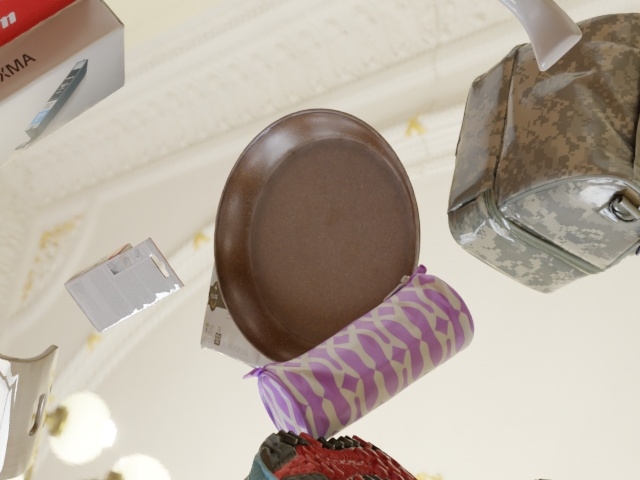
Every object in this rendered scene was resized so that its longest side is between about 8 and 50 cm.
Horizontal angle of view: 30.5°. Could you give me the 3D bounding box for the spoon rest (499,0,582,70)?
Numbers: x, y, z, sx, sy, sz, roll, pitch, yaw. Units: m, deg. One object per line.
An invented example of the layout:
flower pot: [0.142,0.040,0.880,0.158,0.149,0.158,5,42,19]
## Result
spoon rest: [0.128,-0.260,1.114,0.137,0.276,0.084,-42,-144,31]

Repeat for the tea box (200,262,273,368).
tea box: [-0.035,0.057,1.981,0.329,0.220,0.323,-179,-80,-68]

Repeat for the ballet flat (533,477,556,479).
ballet flat: [0.237,0.375,1.516,0.084,0.250,0.058,-3,-73,53]

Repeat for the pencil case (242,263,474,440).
pencil case: [0.041,0.101,1.027,0.206,0.088,0.086,-31,178,-28]

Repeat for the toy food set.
toy food set: [-0.505,0.177,1.529,0.092,0.306,0.219,-81,-171,-56]

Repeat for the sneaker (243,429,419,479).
sneaker: [0.004,0.228,0.950,0.104,0.262,0.125,40,-80,37]

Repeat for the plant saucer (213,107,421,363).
plant saucer: [0.000,0.000,1.391,0.311,0.050,0.310,-2,-92,40]

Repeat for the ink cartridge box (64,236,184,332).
ink cartridge box: [-0.191,0.040,1.163,0.115,0.063,0.029,-28,-166,24]

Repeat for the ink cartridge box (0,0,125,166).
ink cartridge box: [-0.338,-0.166,1.208,0.296,0.066,0.261,-38,168,-19]

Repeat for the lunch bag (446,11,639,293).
lunch bag: [0.316,-0.112,1.440,0.256,0.212,0.305,-36,-149,51]
